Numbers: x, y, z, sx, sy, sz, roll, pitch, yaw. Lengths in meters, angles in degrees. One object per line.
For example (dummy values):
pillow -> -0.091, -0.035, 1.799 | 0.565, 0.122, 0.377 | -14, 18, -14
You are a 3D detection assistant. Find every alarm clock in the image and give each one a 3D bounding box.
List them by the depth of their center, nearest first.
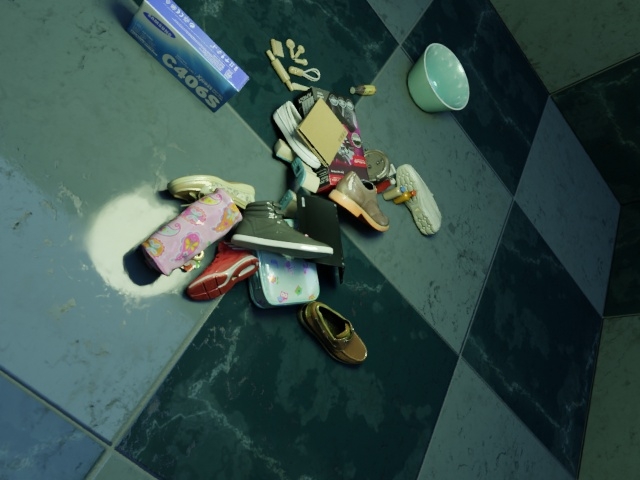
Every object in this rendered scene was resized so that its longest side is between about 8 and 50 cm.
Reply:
alarm clock -> 0.194, -0.299, 1.976 | 0.064, 0.129, 0.192 | 50, 19, -69

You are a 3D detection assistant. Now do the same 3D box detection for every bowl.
bowl -> 0.512, -0.707, 2.330 | 0.311, 0.163, 0.312 | 12, 71, -36

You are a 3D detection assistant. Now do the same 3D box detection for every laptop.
laptop -> 0.000, 0.000, 1.697 | 0.136, 0.264, 0.235 | -5, 67, -2

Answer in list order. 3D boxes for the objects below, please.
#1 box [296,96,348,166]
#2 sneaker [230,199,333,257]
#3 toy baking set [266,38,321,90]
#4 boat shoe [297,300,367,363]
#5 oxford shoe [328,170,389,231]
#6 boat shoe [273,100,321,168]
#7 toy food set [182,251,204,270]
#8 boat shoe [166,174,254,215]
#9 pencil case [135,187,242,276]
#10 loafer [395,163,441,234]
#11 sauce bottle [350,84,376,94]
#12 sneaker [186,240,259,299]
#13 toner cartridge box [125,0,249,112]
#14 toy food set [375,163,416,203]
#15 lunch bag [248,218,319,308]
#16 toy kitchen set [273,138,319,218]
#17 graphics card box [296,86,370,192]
box -> 0.010, -0.371, 1.755 | 0.164, 0.021, 0.201 | 48, 46, -23
sneaker -> -0.101, -0.037, 1.497 | 0.295, 0.104, 0.147 | 10, 73, -2
toy baking set -> -0.088, -0.637, 1.904 | 0.196, 0.030, 0.256 | -39, 103, -40
boat shoe -> 0.058, 0.313, 1.698 | 0.307, 0.104, 0.111 | 40, 55, -24
oxford shoe -> 0.172, -0.132, 1.842 | 0.133, 0.130, 0.363 | -58, 147, 3
boat shoe -> -0.066, -0.362, 1.750 | 0.258, 0.084, 0.095 | 54, 25, 11
toy food set -> -0.378, 0.046, 1.474 | 0.083, 0.020, 0.083 | 35, 58, -27
boat shoe -> -0.312, -0.129, 1.524 | 0.285, 0.104, 0.090 | 4, 72, -39
pencil case -> -0.351, -0.022, 1.404 | 0.284, 0.124, 0.124 | -41, 105, -19
loafer -> 0.409, -0.176, 2.134 | 0.111, 0.112, 0.320 | -43, 113, -44
sauce bottle -> 0.173, -0.614, 2.107 | 0.128, 0.042, 0.042 | -16, 88, -39
sneaker -> -0.299, 0.082, 1.506 | 0.221, 0.128, 0.087 | -24, 137, -19
toner cartridge box -> -0.395, -0.556, 1.541 | 0.347, 0.165, 0.075 | 42, 55, -22
toy food set -> 0.275, -0.249, 2.040 | 0.111, 0.104, 0.233 | -33, 99, -40
lunch bag -> -0.129, 0.068, 1.614 | 0.223, 0.107, 0.280 | -3, 78, -36
toy kitchen set -> -0.115, -0.206, 1.738 | 0.122, 0.166, 0.207 | 24, 26, -33
graphics card box -> 0.050, -0.354, 1.880 | 0.232, 0.094, 0.372 | 0, 75, -46
